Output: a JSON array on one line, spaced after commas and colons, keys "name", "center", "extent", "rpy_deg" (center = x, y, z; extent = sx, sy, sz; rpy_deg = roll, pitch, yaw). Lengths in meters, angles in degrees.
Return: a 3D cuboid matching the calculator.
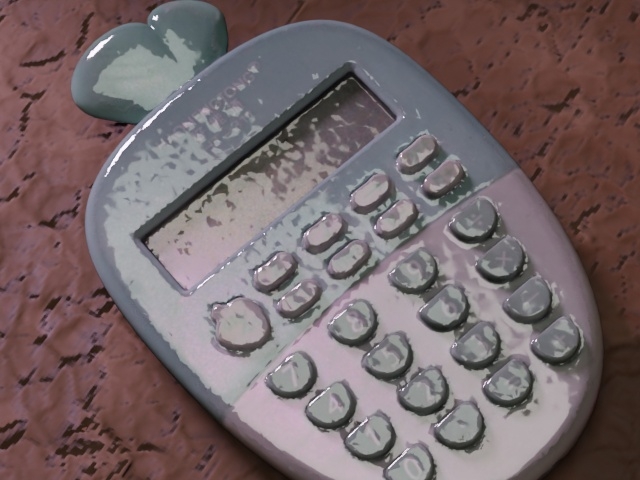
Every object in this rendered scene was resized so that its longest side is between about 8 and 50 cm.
[{"name": "calculator", "center": [0.000, 0.000, 0.754], "extent": [0.184, 0.042, 0.295], "rpy_deg": [-39, 71, -11]}]
